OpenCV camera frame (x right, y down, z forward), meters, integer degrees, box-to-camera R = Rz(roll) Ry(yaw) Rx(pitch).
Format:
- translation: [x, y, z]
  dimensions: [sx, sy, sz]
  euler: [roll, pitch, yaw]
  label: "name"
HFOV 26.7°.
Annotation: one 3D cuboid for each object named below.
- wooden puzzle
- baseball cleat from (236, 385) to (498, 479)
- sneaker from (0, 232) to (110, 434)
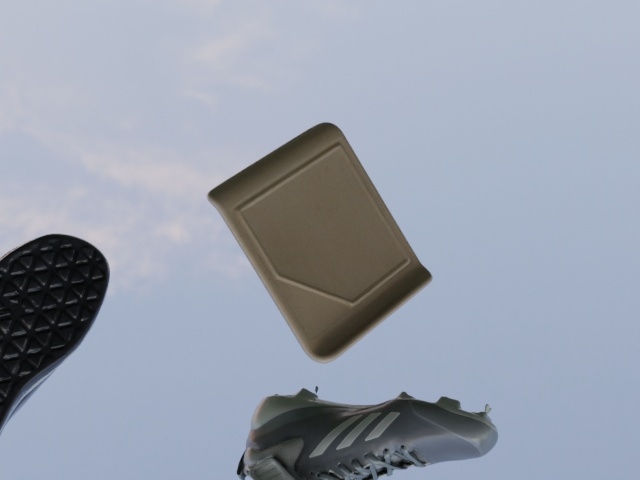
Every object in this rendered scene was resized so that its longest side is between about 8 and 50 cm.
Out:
- translation: [0.000, 0.000, 1.584]
  dimensions: [0.221, 0.044, 0.239]
  euler: [-35, -88, -40]
  label: "wooden puzzle"
- translation: [0.031, 0.164, 0.987]
  dimensions: [0.205, 0.072, 0.109]
  euler: [-3, -124, 37]
  label: "baseball cleat"
- translation: [-0.243, 0.092, 0.967]
  dimensions: [0.235, 0.084, 0.097]
  euler: [-54, -169, -15]
  label: "sneaker"
